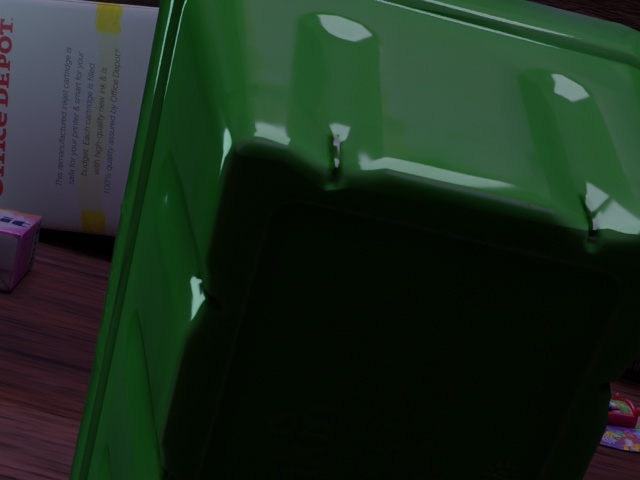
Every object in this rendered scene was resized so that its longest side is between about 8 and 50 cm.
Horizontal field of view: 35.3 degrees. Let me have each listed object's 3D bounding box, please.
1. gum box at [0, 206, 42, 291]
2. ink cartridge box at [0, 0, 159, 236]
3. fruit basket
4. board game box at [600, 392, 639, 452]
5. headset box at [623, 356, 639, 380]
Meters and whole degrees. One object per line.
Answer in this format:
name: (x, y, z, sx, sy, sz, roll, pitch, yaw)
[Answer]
gum box: (-0.395, -0.009, 1.033, 0.188, 0.062, 0.107, 13, 11, -7)
ink cartridge box: (-0.234, -0.150, 1.264, 0.384, 0.279, 0.160, 7, 7, 5)
fruit basket: (0.027, 0.033, 0.554, 0.282, 0.392, 0.392, 13, 11, -8)
board game box: (0.299, 0.178, 1.085, 0.133, 0.033, 0.168, 19, 12, 25)
headset box: (0.445, 0.117, 1.388, 0.293, 0.110, 0.218, 18, 11, 16)
